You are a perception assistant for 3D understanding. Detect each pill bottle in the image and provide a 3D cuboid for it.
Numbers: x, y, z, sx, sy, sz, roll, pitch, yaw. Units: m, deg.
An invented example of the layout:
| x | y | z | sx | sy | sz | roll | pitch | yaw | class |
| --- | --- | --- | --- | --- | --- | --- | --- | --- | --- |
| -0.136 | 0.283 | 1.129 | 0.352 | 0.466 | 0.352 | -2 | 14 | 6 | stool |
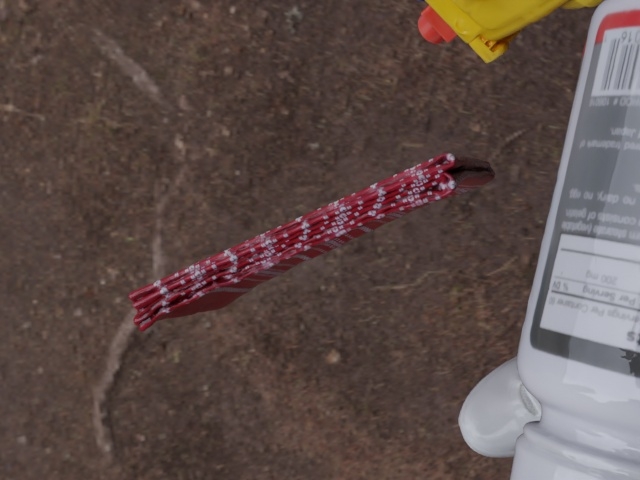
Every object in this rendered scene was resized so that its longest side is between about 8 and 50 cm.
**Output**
| x | y | z | sx | sy | sz | roll | pitch | yaw | class |
| --- | --- | --- | --- | --- | --- | --- | --- | --- | --- |
| 0.197 | 0.022 | 0.600 | 0.161 | 0.161 | 0.283 | 13 | 90 | 33 | pill bottle |

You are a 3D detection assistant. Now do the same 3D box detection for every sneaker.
| x | y | z | sx | sy | sz | roll | pitch | yaw | class |
| --- | --- | --- | --- | --- | --- | --- | --- | --- | --- |
| 0.210 | 0.107 | 0.896 | 0.212 | 0.094 | 0.080 | -23 | 72 | -1 | sneaker |

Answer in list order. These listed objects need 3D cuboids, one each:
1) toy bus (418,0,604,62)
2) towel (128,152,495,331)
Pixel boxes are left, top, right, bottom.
| x | y | z | sx | sy | sz | roll | pitch | yaw | class |
| --- | --- | --- | --- | --- | --- | --- | --- | --- | --- |
| 0.143 | -0.223 | 0.746 | 0.149 | 0.220 | 0.211 | 44 | 150 | -5 | toy bus |
| 0.000 | 0.000 | 0.888 | 0.275 | 0.199 | 0.031 | -24 | 86 | 16 | towel |
